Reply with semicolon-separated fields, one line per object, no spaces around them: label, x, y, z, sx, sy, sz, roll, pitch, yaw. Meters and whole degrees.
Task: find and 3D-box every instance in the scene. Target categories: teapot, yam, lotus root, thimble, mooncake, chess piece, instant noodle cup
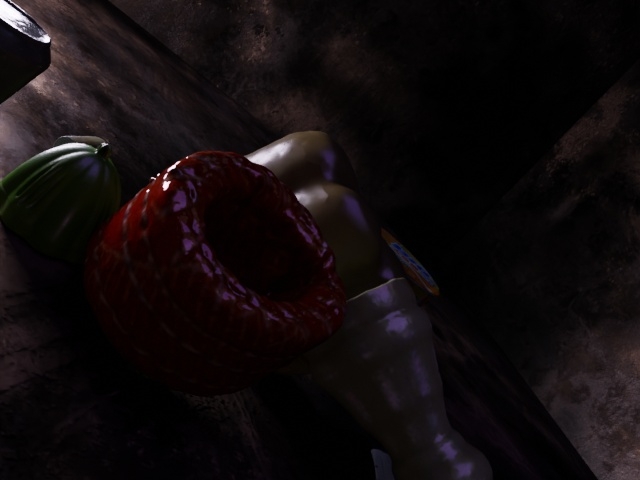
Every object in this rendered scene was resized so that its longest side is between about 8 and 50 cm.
teapot;-0.527;-0.255;1.092;0.203;0.225;0.171;42;10;2
yam;-0.456;-0.173;1.435;0.054;0.054;0.132;44;12;3
lotus root;-0.369;-0.083;1.138;0.186;0.186;0.186;41;12;-11
thimble;-0.149;0.045;1.096;0.350;0.230;0.350;36;35;-31
mooncake;0.000;0.000;1.544;0.467;0.262;0.467;-25;90;-85
chess piece;0.150;0.299;1.226;0.442;0.234;0.234;61;16;10
instant noodle cup;0.138;0.114;1.964;0.296;0.214;0.296;40;13;-11

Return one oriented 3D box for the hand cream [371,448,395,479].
hand cream;0.233;0.496;1.369;0.340;0.078;0.124;33;15;-11

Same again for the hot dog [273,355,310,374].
hot dog;-0.114;0.167;1.323;0.242;0.073;0.084;39;9;-11
